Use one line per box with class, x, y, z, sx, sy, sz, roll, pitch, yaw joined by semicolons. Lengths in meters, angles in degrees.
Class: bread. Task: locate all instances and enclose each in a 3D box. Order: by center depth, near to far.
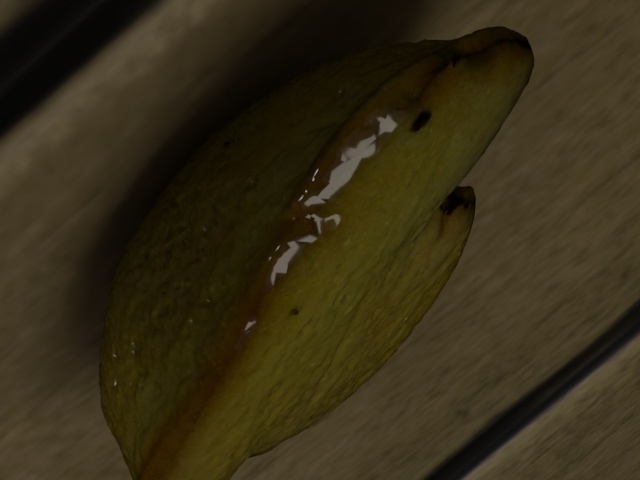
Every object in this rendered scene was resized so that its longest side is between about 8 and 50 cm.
bread;0.000;0.000;0.457;0.149;0.065;0.188;-14;140;-55
